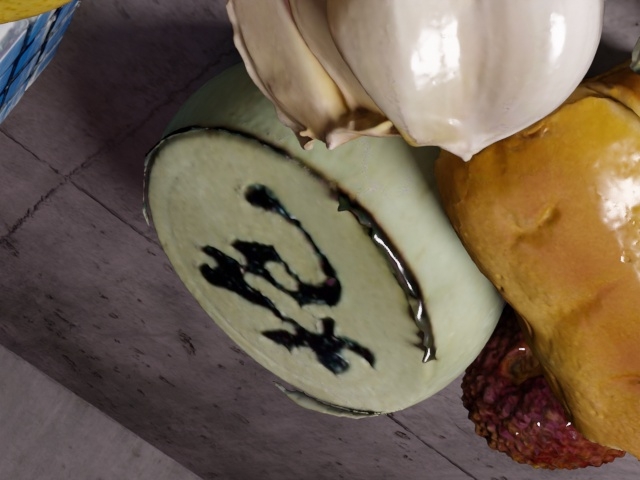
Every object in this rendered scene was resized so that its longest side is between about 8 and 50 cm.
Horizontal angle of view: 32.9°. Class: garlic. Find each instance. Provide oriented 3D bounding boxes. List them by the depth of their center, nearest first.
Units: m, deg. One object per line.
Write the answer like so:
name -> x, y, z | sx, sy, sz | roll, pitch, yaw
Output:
garlic -> 0.065, -0.168, 0.689 | 0.281, 0.184, 0.203 | 23, 138, 62

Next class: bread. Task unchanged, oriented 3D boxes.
bread -> 0.229, 0.036, 0.814 | 0.195, 0.149, 0.344 | -14, 115, 48

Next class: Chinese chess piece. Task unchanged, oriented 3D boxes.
Chinese chess piece -> 0.000, 0.000, 0.986 | 0.349, 0.146, 0.349 | 29, 144, 24

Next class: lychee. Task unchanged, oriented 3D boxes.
lychee -> 0.240, 0.134, 1.038 | 0.188, 0.188, 0.188 | 23, 153, 12

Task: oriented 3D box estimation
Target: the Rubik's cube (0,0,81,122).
Rubik's cube -> -0.378, -0.209, 0.952 | 0.253, 0.256, 0.259 | 34, 153, -9

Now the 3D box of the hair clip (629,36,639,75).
hair clip -> 0.301, -0.079, 0.666 | 0.138, 0.091, 0.321 | 9, 168, 35

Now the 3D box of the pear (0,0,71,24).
pear -> -0.240, -0.279, 0.665 | 0.314, 0.314, 0.314 | 23, 153, 12
